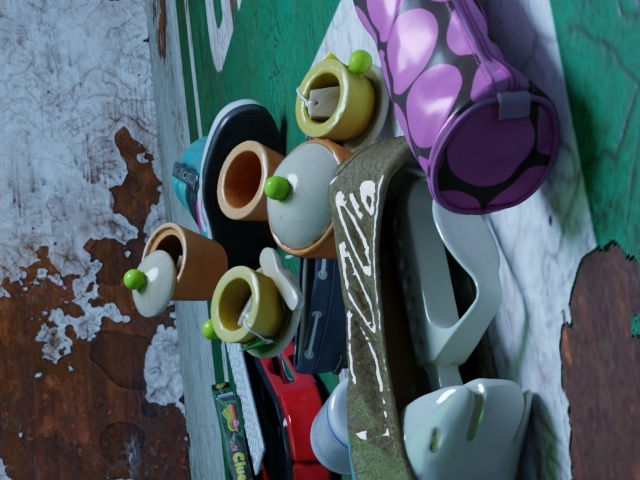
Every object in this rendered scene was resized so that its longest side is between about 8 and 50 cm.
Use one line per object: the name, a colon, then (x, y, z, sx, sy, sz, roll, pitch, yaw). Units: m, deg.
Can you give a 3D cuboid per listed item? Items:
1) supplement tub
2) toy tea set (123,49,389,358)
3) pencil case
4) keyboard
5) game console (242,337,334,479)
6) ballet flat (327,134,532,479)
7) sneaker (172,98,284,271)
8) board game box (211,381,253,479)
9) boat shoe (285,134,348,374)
supplement tub: (0.033, 0.163, 1.073, 0.107, 0.071, 0.071, 113, 151, -66)
toy tea set: (-0.066, -0.016, 1.052, 0.336, 0.124, 0.200, -44, 49, 32)
pencil case: (0.079, -0.116, 0.748, 0.209, 0.095, 0.098, -109, 35, -42)
keyboard: (-0.101, 0.164, 1.530, 0.072, 0.014, 0.256, 97, 161, -55)
game console: (-0.041, 0.282, 1.509, 0.386, 0.060, 0.342, -126, 29, -68)
ballet flat: (0.081, 0.075, 0.806, 0.124, 0.116, 0.342, -39, 50, 52)
sneaker: (-0.120, -0.096, 1.582, 0.295, 0.123, 0.178, 96, 154, -43)
board game box: (-0.101, 0.320, 1.586, 0.136, 0.030, 0.260, -166, 65, -84)
boat shoe: (0.000, 0.000, 1.146, 0.095, 0.079, 0.255, -153, 59, -75)
